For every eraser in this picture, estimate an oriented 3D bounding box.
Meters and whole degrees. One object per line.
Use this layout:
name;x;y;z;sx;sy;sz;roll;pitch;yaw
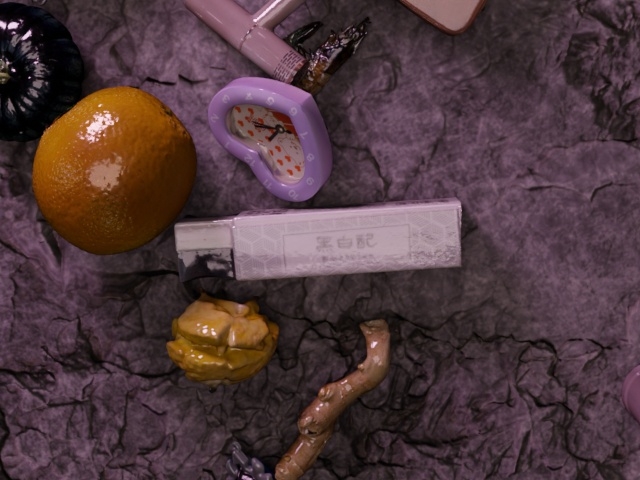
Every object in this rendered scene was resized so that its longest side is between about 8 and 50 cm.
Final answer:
eraser;0.000;0.000;1.407;0.404;0.098;0.096;-4;99;5

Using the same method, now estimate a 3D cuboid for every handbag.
handbag;0.183;-0.393;1.347;0.151;0.072;0.193;31;101;-1

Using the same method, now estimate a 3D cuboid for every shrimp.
shrimp;-0.001;-0.274;1.396;0.161;0.034;0.091;-40;94;10

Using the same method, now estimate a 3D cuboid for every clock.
clock;-0.056;-0.158;1.379;0.198;0.064;0.172;43;138;-3

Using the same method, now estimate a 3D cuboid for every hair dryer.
hair dryer;-0.055;-0.356;1.360;0.195;0.053;0.220;38;103;5

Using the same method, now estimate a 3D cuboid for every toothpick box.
toothpick box;0.492;0.238;1.387;0.098;0.149;0.098;0;99;3

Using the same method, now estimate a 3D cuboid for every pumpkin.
pumpkin;-0.429;-0.237;1.382;0.194;0.150;0.194;-8;73;29

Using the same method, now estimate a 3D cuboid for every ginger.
ginger;0.019;0.242;1.459;0.075;0.089;0.288;41;101;42

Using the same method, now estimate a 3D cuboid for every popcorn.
popcorn;-0.142;0.144;1.420;0.148;0.167;0.152;-8;75;33

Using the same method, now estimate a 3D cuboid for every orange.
orange;-0.284;-0.095;1.352;0.236;0.236;0.236;1;99;4

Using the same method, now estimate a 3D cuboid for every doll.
doll;-0.093;0.393;1.491;0.096;0.070;0.195;-15;103;41

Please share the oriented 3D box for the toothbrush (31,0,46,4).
toothbrush;-0.382;-0.481;1.393;0.021;0.024;0.288;12;100;4
